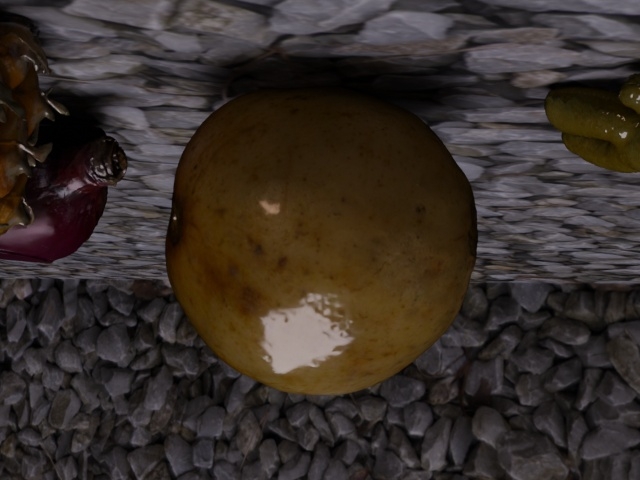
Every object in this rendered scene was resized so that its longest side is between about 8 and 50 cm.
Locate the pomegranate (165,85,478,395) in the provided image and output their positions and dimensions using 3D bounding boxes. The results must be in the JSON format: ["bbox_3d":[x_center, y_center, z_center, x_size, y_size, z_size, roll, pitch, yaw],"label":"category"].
[{"bbox_3d":[0.000,0.000,0.976,0.261,0.260,0.260,4,172,0],"label":"pomegranate"}]

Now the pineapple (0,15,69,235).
[{"bbox_3d":[-0.314,-0.013,0.915,0.209,0.286,0.344,10,171,-40],"label":"pineapple"}]

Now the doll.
[{"bbox_3d":[0.277,-0.087,0.901,0.210,0.097,0.137,17,149,33],"label":"doll"}]

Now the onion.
[{"bbox_3d":[-0.259,-0.050,1.093,0.218,0.139,0.195,2,176,32],"label":"onion"}]
